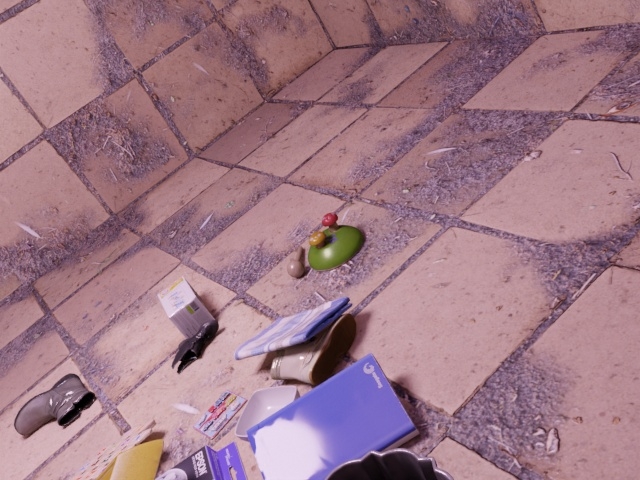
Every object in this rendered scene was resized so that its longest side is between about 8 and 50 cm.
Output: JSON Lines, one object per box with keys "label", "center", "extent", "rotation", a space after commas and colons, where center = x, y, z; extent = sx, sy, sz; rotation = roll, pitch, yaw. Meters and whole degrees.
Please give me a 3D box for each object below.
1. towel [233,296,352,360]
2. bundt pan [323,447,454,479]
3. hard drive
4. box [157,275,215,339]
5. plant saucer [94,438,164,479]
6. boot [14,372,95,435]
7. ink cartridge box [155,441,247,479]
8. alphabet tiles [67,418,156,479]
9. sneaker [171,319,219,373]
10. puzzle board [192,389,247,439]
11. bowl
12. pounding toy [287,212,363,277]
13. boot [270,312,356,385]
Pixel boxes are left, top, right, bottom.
{"label": "towel", "center": [-0.073, 0.222, 1.803], "extent": [0.285, 0.034, 0.209], "rotation": [-23, 7, 43]}
{"label": "bundt pan", "center": [0.100, 0.507, 1.158], "extent": [0.331, 0.124, 0.331], "rotation": [-26, 28, 15]}
{"label": "hard drive", "center": [0.017, 0.393, 1.471], "extent": [0.318, 0.040, 0.210], "rotation": [-32, 43, 0]}
{"label": "box", "center": [-0.416, 0.209, 2.214], "extent": [0.103, 0.114, 0.203], "rotation": [-38, 27, -8]}
{"label": "plant saucer", "center": [-0.465, 0.606, 1.479], "extent": [0.333, 0.081, 0.333], "rotation": [-48, 22, 29]}
{"label": "boot", "center": [-0.806, 0.515, 2.162], "extent": [0.246, 0.083, 0.161], "rotation": [-42, 34, -16]}
{"label": "ink cartridge box", "center": [-0.264, 0.545, 1.569], "extent": [0.208, 0.045, 0.206], "rotation": [-33, 27, -5]}
{"label": "alphabet tiles", "center": [-0.530, 0.547, 1.767], "extent": [0.278, 0.021, 0.284], "rotation": [-30, 9, 42]}
{"label": "sneaker", "center": [-0.358, 0.305, 2.068], "extent": [0.170, 0.051, 0.089], "rotation": [-37, 27, 2]}
{"label": "puzzle board", "center": [-0.252, 0.430, 1.784], "extent": [0.128, 0.011, 0.096], "rotation": [-46, 30, -25]}
{"label": "bowl", "center": [-0.113, 0.404, 1.635], "extent": [0.142, 0.053, 0.142], "rotation": [-14, 31, 32]}
{"label": "pounding toy", "center": [0.000, 0.000, 2.129], "extent": [0.237, 0.110, 0.183], "rotation": [-21, 29, 21]}
{"label": "boot", "center": [-0.018, 0.261, 1.753], "extent": [0.165, 0.077, 0.213], "rotation": [-7, 36, 44]}
